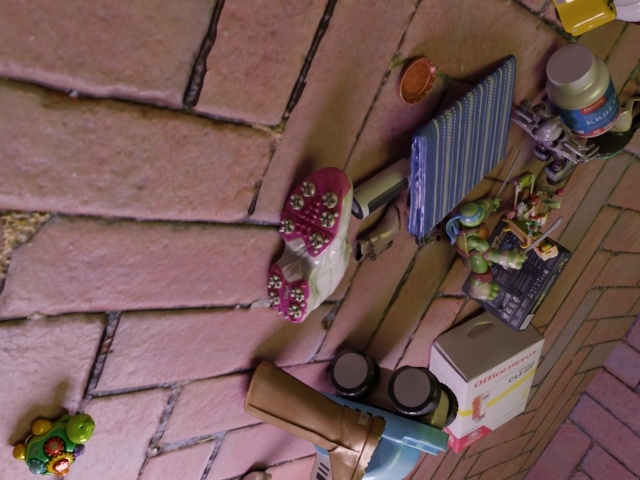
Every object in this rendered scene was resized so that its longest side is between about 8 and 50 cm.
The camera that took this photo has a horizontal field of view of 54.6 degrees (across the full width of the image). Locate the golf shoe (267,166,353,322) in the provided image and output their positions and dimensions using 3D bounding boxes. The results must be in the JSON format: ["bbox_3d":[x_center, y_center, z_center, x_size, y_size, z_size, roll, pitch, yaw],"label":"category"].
[{"bbox_3d":[0.000,0.000,1.075,0.140,0.115,0.306,-22,142,-45],"label":"golf shoe"}]

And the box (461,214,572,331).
[{"bbox_3d":[0.479,0.080,1.533,0.059,0.183,0.232,1,120,-46],"label":"box"}]

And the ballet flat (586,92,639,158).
[{"bbox_3d":[0.756,-0.303,1.562,0.280,0.095,0.096,-35,132,-33],"label":"ballet flat"}]

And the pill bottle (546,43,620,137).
[{"bbox_3d":[0.552,-0.317,1.314,0.124,0.124,0.222,-54,142,7],"label":"pill bottle"}]

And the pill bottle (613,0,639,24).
[{"bbox_3d":[0.634,-0.511,1.146,0.392,0.224,0.224,-8,127,-40],"label":"pill bottle"}]

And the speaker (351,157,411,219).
[{"bbox_3d":[0.112,-0.096,1.130,0.136,0.055,0.055,-34,140,-19],"label":"speaker"}]

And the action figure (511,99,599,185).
[{"bbox_3d":[0.495,-0.214,1.317,0.099,0.185,0.285,-40,160,10],"label":"action figure"}]

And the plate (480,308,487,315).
[{"bbox_3d":[0.529,0.219,1.831,0.188,0.024,0.188,-26,137,-27],"label":"plate"}]

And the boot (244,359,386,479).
[{"bbox_3d":[-0.027,0.384,1.240,0.089,0.270,0.236,-46,156,-67],"label":"boot"}]

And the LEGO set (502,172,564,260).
[{"bbox_3d":[0.493,-0.072,1.436,0.287,0.132,0.107,-53,149,-54],"label":"LEGO set"}]

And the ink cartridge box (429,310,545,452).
[{"bbox_3d":[0.464,0.401,1.792,0.279,0.160,0.384,-24,137,-18],"label":"ink cartridge box"}]

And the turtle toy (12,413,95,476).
[{"bbox_3d":[-0.406,0.319,0.969,0.130,0.066,0.095,-51,142,2],"label":"turtle toy"}]

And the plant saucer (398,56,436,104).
[{"bbox_3d":[0.164,-0.274,1.062,0.084,0.013,0.083,-26,136,-28],"label":"plant saucer"}]

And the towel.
[{"bbox_3d":[0.271,-0.180,1.188,0.336,0.040,0.243,-40,142,-32],"label":"towel"}]

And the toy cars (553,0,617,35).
[{"bbox_3d":[0.444,-0.532,0.981,0.087,0.176,0.393,-11,129,-38],"label":"toy cars"}]

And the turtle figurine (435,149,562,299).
[{"bbox_3d":[0.401,-0.001,1.380,0.275,0.198,0.266,-33,145,-15],"label":"turtle figurine"}]

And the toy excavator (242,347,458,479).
[{"bbox_3d":[0.051,0.479,1.391,0.222,0.433,0.444,47,58,-56],"label":"toy excavator"}]

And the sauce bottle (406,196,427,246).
[{"bbox_3d":[0.204,-0.037,1.280,0.042,0.042,0.128,-38,139,-14],"label":"sauce bottle"}]

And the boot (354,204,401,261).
[{"bbox_3d":[0.109,-0.008,1.214,0.087,0.042,0.118,-20,134,-29],"label":"boot"}]
